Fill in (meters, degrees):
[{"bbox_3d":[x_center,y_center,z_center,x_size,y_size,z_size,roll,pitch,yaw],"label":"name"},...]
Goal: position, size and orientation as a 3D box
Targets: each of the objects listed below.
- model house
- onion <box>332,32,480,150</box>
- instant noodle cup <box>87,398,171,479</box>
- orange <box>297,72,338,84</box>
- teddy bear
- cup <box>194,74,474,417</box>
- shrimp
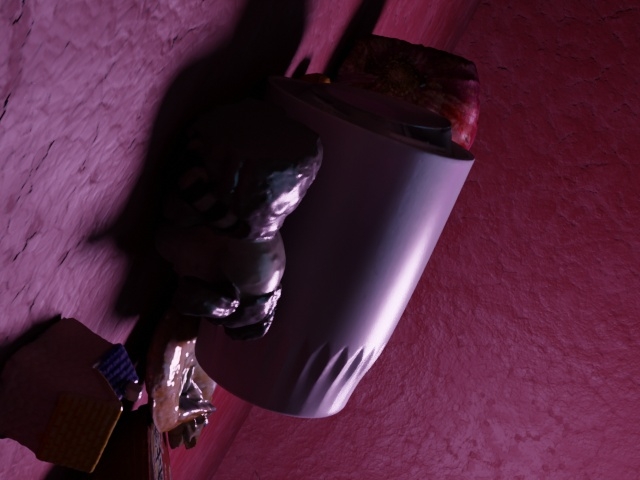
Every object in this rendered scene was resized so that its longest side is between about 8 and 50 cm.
[{"bbox_3d":[-0.211,0.135,0.789,0.088,0.100,0.101,-64,174,26],"label":"model house"},{"bbox_3d":[0.119,-0.187,1.462,0.272,0.256,0.230,40,62,-62],"label":"onion"},{"bbox_3d":[-0.252,0.342,1.224,0.274,0.090,0.274,174,-90,-85],"label":"instant noodle cup"},{"bbox_3d":[-0.009,-0.180,1.220,0.086,0.062,0.086,23,64,-58],"label":"orange"},{"bbox_3d":[-0.100,-0.010,0.898,0.171,0.144,0.251,-32,142,-72],"label":"teddy bear"},{"bbox_3d":[0.000,0.000,1.088,0.253,0.253,0.372,-41,154,-74],"label":"cup"},{"bbox_3d":[-0.187,0.197,1.218,0.168,0.077,0.317,-58,160,-46],"label":"shrimp"}]
